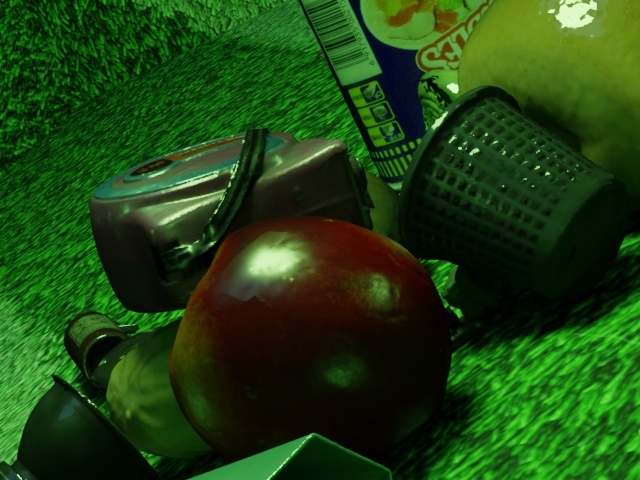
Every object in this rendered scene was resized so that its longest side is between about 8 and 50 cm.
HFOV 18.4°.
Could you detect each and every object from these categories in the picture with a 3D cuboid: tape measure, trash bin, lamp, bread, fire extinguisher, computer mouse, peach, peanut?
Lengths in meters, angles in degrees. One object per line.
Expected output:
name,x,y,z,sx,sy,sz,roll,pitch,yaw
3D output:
tape measure,-0.094,-0.014,1.867,0.231,0.149,0.245,-23,14,-18
trash bin,0.183,-0.028,1.757,0.161,0.175,0.175,30,56,31
lamp,-0.283,0.262,1.899,0.227,0.147,0.172,-45,40,-14
bread,0.323,-0.207,1.922,0.376,0.253,0.348,-37,11,-24
fire extinguisher,-0.259,0.127,2.403,0.099,0.071,0.231,-6,8,-13
computer mouse,-0.191,0.155,2.166,0.106,0.062,0.192,-33,20,-5
peach,-0.007,0.097,1.672,0.243,0.243,0.199,-30,-4,8
peanut,-0.068,0.118,1.889,0.319,0.147,0.147,-24,16,19

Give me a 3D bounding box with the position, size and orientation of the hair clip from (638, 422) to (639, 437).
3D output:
hair clip,0.300,0.114,1.334,0.188,0.033,0.060,-18,22,35

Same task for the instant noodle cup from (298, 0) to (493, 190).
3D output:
instant noodle cup,0.107,-0.261,2.413,0.284,0.312,0.284,-30,14,8

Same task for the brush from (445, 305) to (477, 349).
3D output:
brush,0.034,0.137,1.807,0.248,0.036,0.043,-35,10,-10

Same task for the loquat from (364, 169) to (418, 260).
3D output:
loquat,0.000,0.000,2.063,0.179,0.179,0.227,-41,24,-30

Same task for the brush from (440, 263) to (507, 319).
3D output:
brush,0.167,0.003,1.946,0.048,0.054,0.282,-47,6,26

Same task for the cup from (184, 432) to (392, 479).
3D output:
cup,-0.058,0.238,1.511,0.134,0.148,0.236,-2,-12,-37

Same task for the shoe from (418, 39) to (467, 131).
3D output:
shoe,0.168,-0.136,2.157,0.128,0.140,0.262,-38,-7,-5
